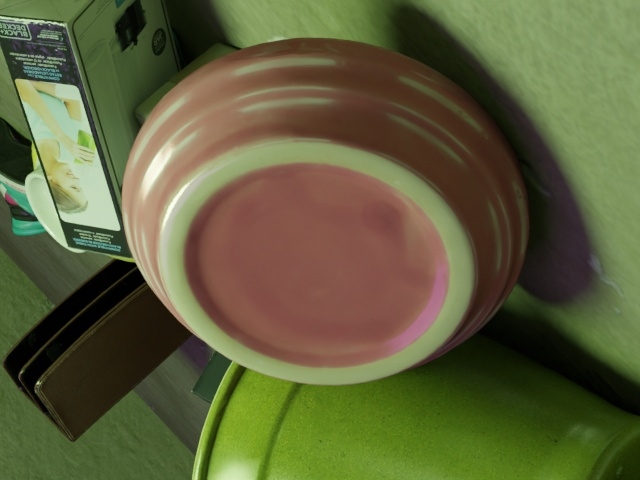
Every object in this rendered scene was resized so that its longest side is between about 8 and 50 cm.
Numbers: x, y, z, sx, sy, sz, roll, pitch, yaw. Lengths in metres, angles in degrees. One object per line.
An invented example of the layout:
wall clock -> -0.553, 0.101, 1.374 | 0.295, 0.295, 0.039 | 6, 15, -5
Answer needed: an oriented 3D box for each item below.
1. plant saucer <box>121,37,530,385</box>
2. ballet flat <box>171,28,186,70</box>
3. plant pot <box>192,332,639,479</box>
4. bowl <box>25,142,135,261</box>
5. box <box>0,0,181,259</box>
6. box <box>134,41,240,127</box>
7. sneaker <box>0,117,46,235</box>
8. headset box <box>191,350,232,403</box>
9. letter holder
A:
plant saucer -> 0.000, 0.000, 1.124 | 0.332, 0.084, 0.332 | 4, 128, 5
ballet flat -> -0.167, -0.161, 1.556 | 0.070, 0.070, 0.188 | 32, 157, 41
plant pot -> 0.132, 0.245, 1.301 | 0.353, 0.366, 0.366 | 11, 143, 40
bowl -> -0.268, -0.073, 1.735 | 0.289, 0.156, 0.289 | 34, 146, 26
box -> -0.214, -0.144, 1.415 | 0.087, 0.169, 0.290 | 10, 133, 22
box -> -0.026, -0.066, 1.326 | 0.311, 0.121, 0.148 | 29, 155, 45
sneaker -> -0.542, -0.105, 2.515 | 0.295, 0.124, 0.178 | 33, 148, 37
headset box -> 0.013, 0.206, 1.680 | 0.283, 0.131, 0.246 | 34, 171, -26
letter holder -> -0.374, 0.147, 2.340 | 0.152, 0.302, 0.214 | 38, 161, 28
